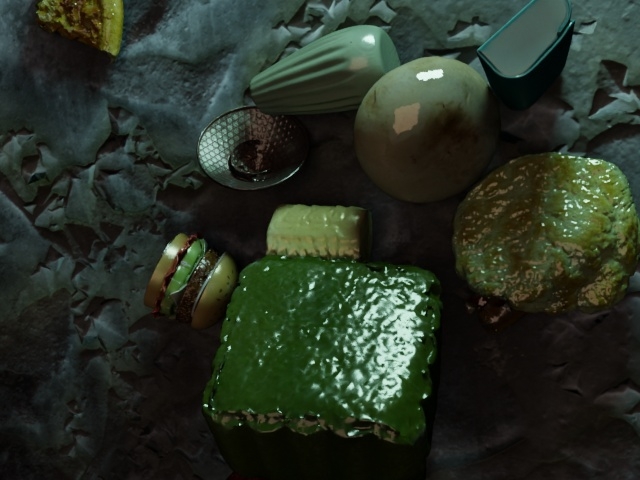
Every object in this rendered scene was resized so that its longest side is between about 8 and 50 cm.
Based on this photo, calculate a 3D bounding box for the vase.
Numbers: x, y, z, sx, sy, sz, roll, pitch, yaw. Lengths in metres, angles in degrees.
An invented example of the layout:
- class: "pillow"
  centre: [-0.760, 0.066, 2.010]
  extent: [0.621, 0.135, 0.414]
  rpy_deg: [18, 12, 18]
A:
- class: "vase"
  centre: [0.001, -0.265, 1.112]
  extent: [0.248, 0.128, 0.128]
  rpy_deg: [-9, 90, 27]

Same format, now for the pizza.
- class: "pizza"
  centre: [-0.470, -0.458, 1.286]
  extent: [0.197, 0.058, 0.292]
  rpy_deg: [-21, 86, 19]

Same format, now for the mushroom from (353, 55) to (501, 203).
- class: "mushroom"
  centre: [0.159, -0.169, 1.037]
  extent: [0.226, 0.178, 0.226]
  rpy_deg: [-5, 126, -7]

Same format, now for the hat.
- class: "hat"
  centre: [-0.113, -0.139, 1.180]
  extent: [0.193, 0.082, 0.193]
  rpy_deg: [-1, 56, 2]

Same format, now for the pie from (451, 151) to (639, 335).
- class: "pie"
  centre: [0.332, -0.005, 1.026]
  extent: [0.274, 0.105, 0.257]
  rpy_deg: [-15, 79, 18]

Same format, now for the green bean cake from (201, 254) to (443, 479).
- class: "green bean cake"
  centre: [0.016, 0.191, 1.014]
  extent: [0.319, 0.335, 0.218]
  rpy_deg: [5, 135, 14]

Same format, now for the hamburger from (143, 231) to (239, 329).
- class: "hamburger"
  centre: [-0.215, 0.078, 1.183]
  extent: [0.137, 0.175, 0.175]
  rpy_deg: [26, 101, 3]

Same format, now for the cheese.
- class: "cheese"
  centre: [0.000, 0.000, 1.132]
  extent: [0.167, 0.094, 0.123]
  rpy_deg: [2, 69, 17]

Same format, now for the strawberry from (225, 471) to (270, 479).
- class: "strawberry"
  centre: [-0.050, 0.440, 1.089]
  extent: [0.220, 0.274, 0.274]
  rpy_deg: [38, 104, 28]

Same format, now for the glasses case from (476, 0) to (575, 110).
- class: "glasses case"
  centre: [0.286, -0.243, 0.921]
  extent: [0.117, 0.301, 0.070]
  rpy_deg: [-42, 79, 16]
